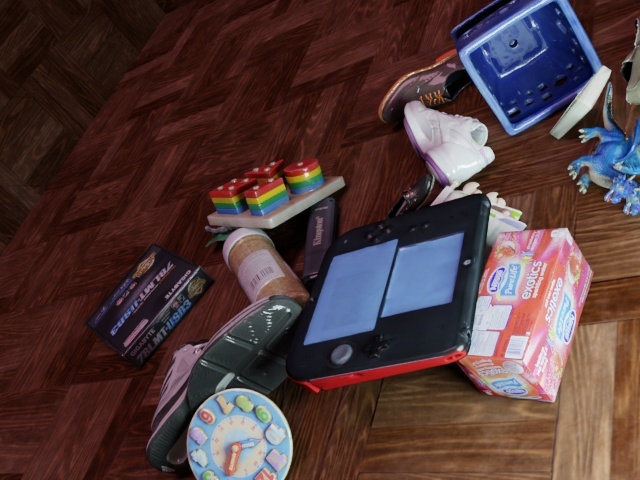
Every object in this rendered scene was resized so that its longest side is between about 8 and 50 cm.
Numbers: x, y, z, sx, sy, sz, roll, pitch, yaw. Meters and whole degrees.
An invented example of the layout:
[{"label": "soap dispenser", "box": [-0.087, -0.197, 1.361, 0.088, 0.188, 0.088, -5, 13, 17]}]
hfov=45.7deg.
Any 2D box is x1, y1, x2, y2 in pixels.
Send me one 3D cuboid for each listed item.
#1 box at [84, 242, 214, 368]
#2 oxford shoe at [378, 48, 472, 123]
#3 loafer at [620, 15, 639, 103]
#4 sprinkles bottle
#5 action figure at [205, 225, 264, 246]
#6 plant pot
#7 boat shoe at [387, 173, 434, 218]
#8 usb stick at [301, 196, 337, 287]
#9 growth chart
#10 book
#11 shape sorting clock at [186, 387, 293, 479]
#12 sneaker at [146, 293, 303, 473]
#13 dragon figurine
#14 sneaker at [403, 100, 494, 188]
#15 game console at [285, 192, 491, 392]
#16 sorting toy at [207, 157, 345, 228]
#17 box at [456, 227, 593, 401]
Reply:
[{"label": "box", "box": [-0.456, 0.162, 1.998, 0.295, 0.073, 0.293, -51, 33, -14]}, {"label": "oxford shoe", "box": [0.265, -0.369, 1.866, 0.271, 0.097, 0.098, -35, 39, 9]}, {"label": "loafer", "box": [0.628, -0.358, 1.482, 0.087, 0.094, 0.251, -12, 43, 30]}, {"label": "sprinkles bottle", "box": [-0.117, 0.091, 1.689, 0.121, 0.121, 0.355, -41, 33, 0]}, {"label": "action figure", "box": [-0.197, -0.056, 2.001, 0.232, 0.063, 0.137, -11, 40, 32]}, {"label": "plant pot", "box": [0.427, -0.403, 1.625, 0.236, 0.236, 0.212, -32, 27, 14]}, {"label": "boat shoe", "box": [0.193, -0.089, 1.613, 0.133, 0.042, 0.049, -54, 27, 23]}, {"label": "usb stick", "box": [0.000, 0.000, 1.745, 0.077, 0.045, 0.278, -21, 37, 22]}, {"label": "growth chart", "box": [0.294, -0.024, 1.428, 0.172, 0.021, 0.237, -41, 50, -16]}, {"label": "book", "box": [0.509, -0.268, 1.484, 0.096, 0.035, 0.144, -52, -7, -17]}, {"label": "shape sorting clock", "box": [-0.149, 0.372, 1.372, 0.206, 0.206, 0.040, -35, -11, 10]}, {"label": "sneaker", "box": [-0.208, 0.228, 1.520, 0.447, 0.169, 0.257, -50, 28, 18]}, {"label": "dragon figurine", "box": [0.537, -0.160, 1.351, 0.144, 0.085, 0.289, 0, 51, 45]}, {"label": "sneaker", "box": [0.283, -0.228, 1.687, 0.152, 0.114, 0.305, -28, 42, 5]}, {"label": "game console", "box": [0.120, 0.083, 1.317, 0.342, 0.060, 0.386, -21, 32, 34]}, {"label": "sorting toy", "box": [-0.120, -0.127, 1.870, 0.255, 0.089, 0.257, -32, 23, -36]}, {"label": "box", "box": [0.327, 0.114, 1.210, 0.128, 0.122, 0.256, -3, 48, 43]}]
